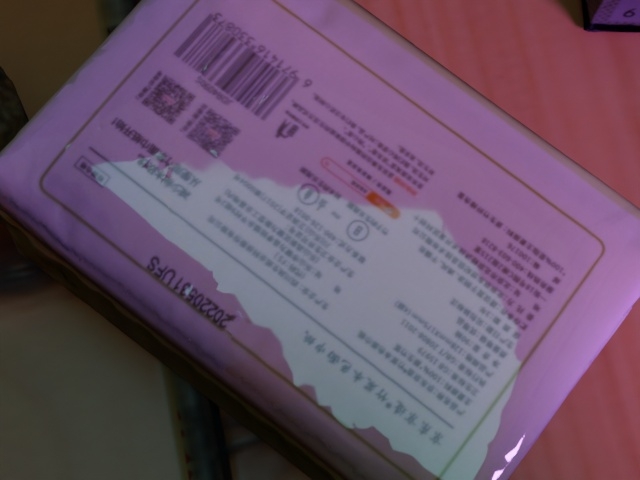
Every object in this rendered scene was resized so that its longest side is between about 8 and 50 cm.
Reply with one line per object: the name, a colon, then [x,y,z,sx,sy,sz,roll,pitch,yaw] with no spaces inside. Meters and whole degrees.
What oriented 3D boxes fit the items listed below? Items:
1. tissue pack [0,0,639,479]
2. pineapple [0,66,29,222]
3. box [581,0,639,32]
tissue pack: [0.000,0.000,0.477,0.234,0.125,0.159,37,75,6]
pineapple: [-0.222,-0.028,0.463,0.198,0.108,0.108,-22,75,-28]
box: [0.287,-0.206,0.581,0.310,0.084,0.198,0,73,-3]
